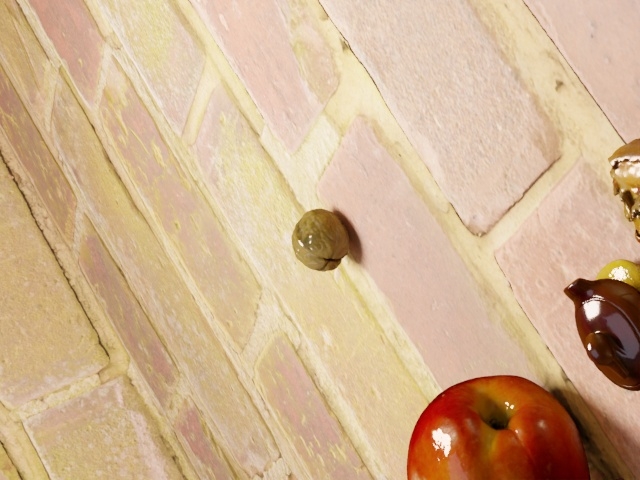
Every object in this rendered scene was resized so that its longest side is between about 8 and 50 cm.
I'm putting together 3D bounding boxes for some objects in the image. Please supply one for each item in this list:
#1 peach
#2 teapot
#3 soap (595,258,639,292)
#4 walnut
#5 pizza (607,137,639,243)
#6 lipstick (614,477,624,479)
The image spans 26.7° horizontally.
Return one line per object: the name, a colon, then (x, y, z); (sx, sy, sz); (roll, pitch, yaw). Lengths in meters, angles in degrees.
peach: (0.218, 0.278, 1.615); (0.243, 0.199, 0.243); (31, 143, 27)
teapot: (0.292, 0.094, 1.352); (0.129, 0.078, 0.098); (60, 146, 10)
soap: (0.341, 0.097, 1.391); (0.168, 0.033, 0.089); (59, 155, 10)
walnut: (0.000, 0.000, 1.938); (0.092, 0.092, 0.092); (46, 150, 37)
pizza: (0.352, 0.020, 1.255); (0.251, 0.074, 0.287); (54, 152, 29)
lipstick: (0.344, 0.320, 1.602); (0.030, 0.030, 0.129); (47, 150, 36)
